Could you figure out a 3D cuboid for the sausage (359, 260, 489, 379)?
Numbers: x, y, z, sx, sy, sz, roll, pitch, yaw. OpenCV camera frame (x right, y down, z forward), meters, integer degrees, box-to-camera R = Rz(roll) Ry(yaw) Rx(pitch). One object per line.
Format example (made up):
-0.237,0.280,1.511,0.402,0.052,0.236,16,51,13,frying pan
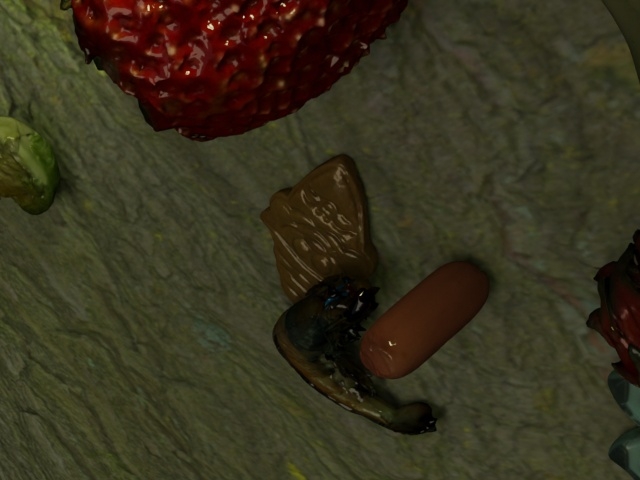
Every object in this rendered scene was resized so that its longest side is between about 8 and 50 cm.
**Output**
0.103,0.075,1.079,0.062,0.154,0.062,34,145,28,sausage

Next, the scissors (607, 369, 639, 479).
0.421,0.215,0.977,0.360,0.029,0.191,19,132,35,scissors

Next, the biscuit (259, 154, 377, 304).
0.000,0.000,1.225,0.162,0.035,0.250,32,138,15,biscuit

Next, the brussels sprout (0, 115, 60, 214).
-0.411,-0.104,1.501,0.139,0.100,0.181,31,139,7,brussels sprout

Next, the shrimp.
0.048,0.139,1.247,0.222,0.054,0.290,39,153,6,shrimp

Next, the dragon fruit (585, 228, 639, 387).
0.291,0.062,0.917,0.142,0.130,0.121,38,175,14,dragon fruit

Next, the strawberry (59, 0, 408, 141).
-0.054,-0.260,0.888,0.351,0.267,0.312,-24,99,27,strawberry

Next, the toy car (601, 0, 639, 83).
0.280,-0.123,0.666,0.242,0.226,0.336,2,124,45,toy car
